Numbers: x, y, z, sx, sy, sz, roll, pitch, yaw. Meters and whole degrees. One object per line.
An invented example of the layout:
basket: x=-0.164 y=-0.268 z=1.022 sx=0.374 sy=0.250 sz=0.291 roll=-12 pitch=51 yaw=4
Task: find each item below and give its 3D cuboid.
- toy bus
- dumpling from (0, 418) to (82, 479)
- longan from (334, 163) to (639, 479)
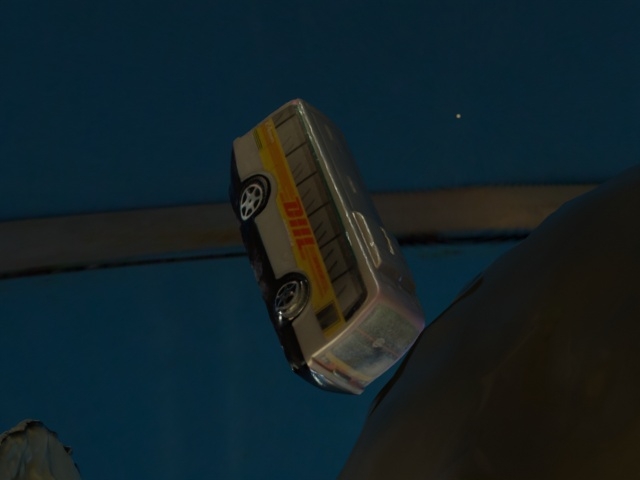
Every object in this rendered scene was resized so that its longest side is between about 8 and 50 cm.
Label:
toy bus: x=0.000 y=0.000 z=0.793 sx=0.072 sy=0.057 sz=0.172 roll=-39 pitch=-134 yaw=18
dumpling: x=-0.126 y=0.194 z=0.738 sx=0.142 sy=0.172 sz=0.247 roll=-13 pitch=-62 yaw=10
longan: x=0.176 y=0.167 z=0.468 sx=0.404 sy=0.404 sz=0.435 roll=4 pitch=-53 yaw=5
